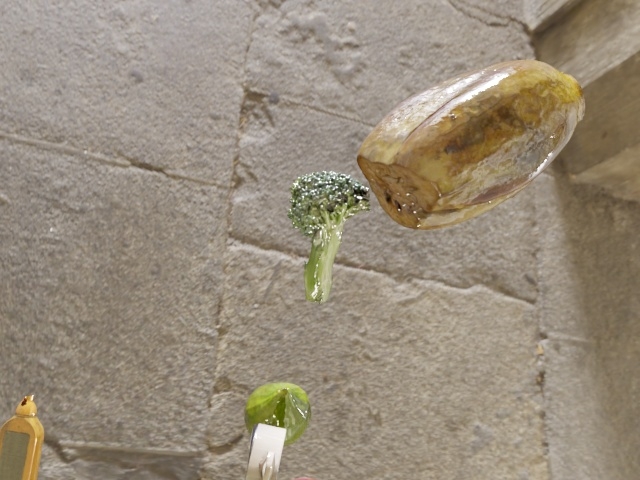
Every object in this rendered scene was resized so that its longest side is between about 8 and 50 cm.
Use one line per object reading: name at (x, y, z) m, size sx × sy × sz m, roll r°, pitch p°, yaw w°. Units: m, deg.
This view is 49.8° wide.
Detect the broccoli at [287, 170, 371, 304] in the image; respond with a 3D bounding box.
broccoli at (0.002, -0.001, 0.962) m, size 0.118 × 0.122 × 0.204 m, roll -9°, pitch 121°, yaw -27°

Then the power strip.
power strip at (-0.372, 0.278, 0.844) m, size 0.049 × 0.028 × 0.178 m, roll 7°, pitch 84°, yaw 7°

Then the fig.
fig at (-0.097, 0.418, 1.646) m, size 0.167 × 0.233 × 0.167 m, roll 1°, pitch 86°, yaw -12°

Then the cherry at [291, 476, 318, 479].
cherry at (-0.035, 0.618, 1.401) m, size 0.206 × 0.239 × 0.239 m, roll -11°, pitch 75°, yaw 8°

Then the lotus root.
lotus root at (0.200, -0.119, 0.870) m, size 0.291 × 0.193 × 0.193 m, roll -31°, pitch 88°, yaw -15°

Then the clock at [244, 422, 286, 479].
clock at (-0.105, 0.403, 1.210) m, size 0.063 × 0.229 × 0.155 m, roll 12°, pitch 69°, yaw 2°
